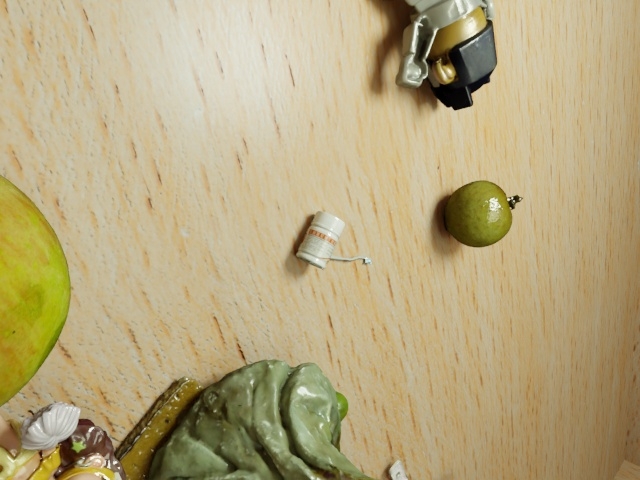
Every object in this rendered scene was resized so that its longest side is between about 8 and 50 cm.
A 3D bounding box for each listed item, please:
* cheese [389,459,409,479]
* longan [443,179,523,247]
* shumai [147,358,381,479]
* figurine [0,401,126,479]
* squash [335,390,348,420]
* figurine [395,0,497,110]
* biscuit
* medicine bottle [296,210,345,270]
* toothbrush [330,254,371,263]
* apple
[{"bbox_3d":[0.218,0.637,1.048,0.127,0.050,0.255,-34,119,-28],"label":"cheese"},{"bbox_3d":[0.363,-0.063,0.939,0.145,0.176,0.155,64,11,13],"label":"longan"},{"bbox_3d":[-0.056,0.345,0.573,0.304,0.264,0.308,-4,96,-31],"label":"shumai"},{"bbox_3d":[-0.333,0.261,0.478,0.174,0.116,0.240,-52,120,-21],"label":"figurine"},{"bbox_3d":[-0.035,0.331,0.769,0.201,0.066,0.066,-13,108,-30],"label":"squash"},{"bbox_3d":[0.235,-0.387,0.777,0.309,0.143,0.308,-5,107,-19],"label":"figurine"},{"bbox_3d":[-0.239,0.325,0.626,0.236,0.026,0.131,-52,129,-19],"label":"biscuit"},{"bbox_3d":[0.000,0.000,0.726,0.057,0.057,0.089,33,79,-39],"label":"medicine bottle"},{"bbox_3d":[0.052,0.034,0.806,0.132,0.011,0.013,8,73,-39],"label":"toothbrush"},{"bbox_3d":[-0.359,0.049,0.368,0.246,0.246,0.226,-40,141,-26],"label":"apple"}]
